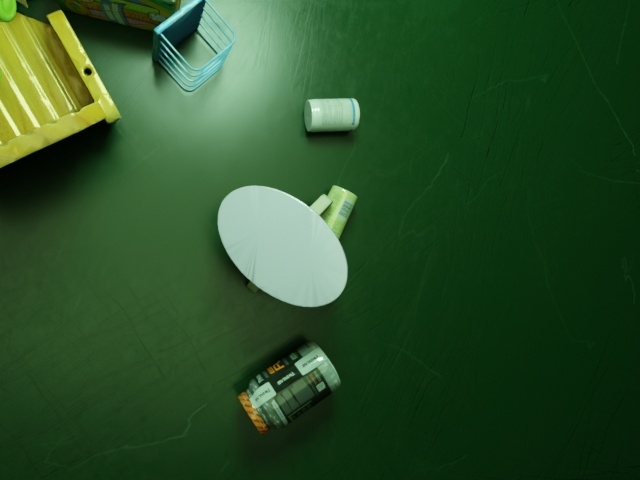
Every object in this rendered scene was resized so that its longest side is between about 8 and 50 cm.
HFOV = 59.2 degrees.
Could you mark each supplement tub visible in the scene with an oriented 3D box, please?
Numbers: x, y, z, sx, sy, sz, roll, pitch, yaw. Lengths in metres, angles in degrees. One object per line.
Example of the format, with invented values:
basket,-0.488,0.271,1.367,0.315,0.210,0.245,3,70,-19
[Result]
supplement tub,0.024,-0.269,1.211,0.107,0.071,0.070,-4,90,-16
supplement tub,-0.064,0.301,1.148,0.191,0.117,0.116,-32,97,-15

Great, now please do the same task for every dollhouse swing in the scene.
dollhouse swing,-0.554,-0.247,0.933,0.347,0.305,0.315,-29,96,-13

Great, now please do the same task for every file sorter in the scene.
file sorter,-0.245,-0.373,1.091,0.118,0.170,0.104,-44,103,-12

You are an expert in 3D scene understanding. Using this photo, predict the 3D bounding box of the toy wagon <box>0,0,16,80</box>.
toy wagon,-0.622,-0.367,0.873,0.268,0.068,0.343,7,80,1

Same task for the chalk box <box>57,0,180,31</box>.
chalk box,-0.402,-0.526,1.047,0.289,0.179,0.180,11,87,-14

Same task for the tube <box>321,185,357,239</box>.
tube,0.000,0.000,1.209,0.062,0.070,0.240,30,84,-57

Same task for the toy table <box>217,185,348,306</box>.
toy table,-0.066,0.012,1.106,0.252,0.161,0.274,-39,87,4

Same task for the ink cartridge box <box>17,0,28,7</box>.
ink cartridge box,-0.625,-0.468,0.996,0.181,0.104,0.061,33,77,-13
